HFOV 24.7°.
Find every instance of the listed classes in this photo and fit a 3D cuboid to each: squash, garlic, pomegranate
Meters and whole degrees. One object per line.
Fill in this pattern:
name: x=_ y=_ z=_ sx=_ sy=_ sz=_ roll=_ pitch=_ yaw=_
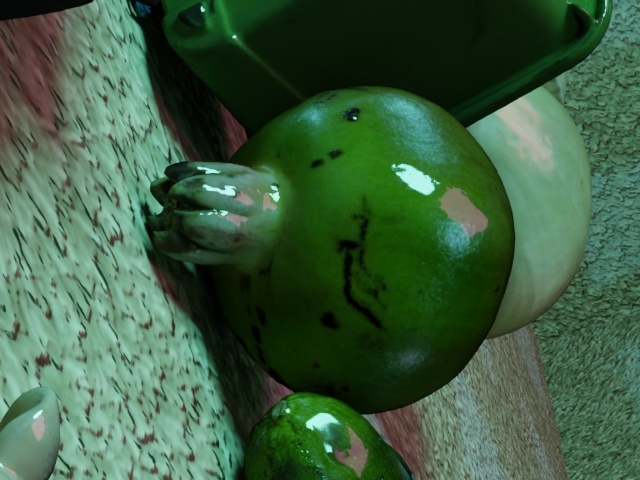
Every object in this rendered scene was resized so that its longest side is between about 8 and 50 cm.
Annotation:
squash: x=0.042 y=0.194 z=0.827 sx=0.331 sy=0.087 sz=0.087 roll=61 pitch=15 yaw=-46
garlic: x=0.096 y=-0.086 z=1.122 sx=0.313 sy=0.249 sz=0.286 roll=104 pitch=2 yaw=-49
pomegranate: x=0.000 y=0.000 z=0.786 sx=0.209 sy=0.180 sz=0.180 roll=9 pitch=55 yaw=-34

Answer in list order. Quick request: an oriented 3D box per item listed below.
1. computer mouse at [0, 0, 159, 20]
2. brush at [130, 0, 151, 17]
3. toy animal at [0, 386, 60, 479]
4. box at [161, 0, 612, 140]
computer mouse: x=-0.111 y=-0.156 z=0.476 sx=0.264 sy=0.147 sz=0.088 roll=53 pitch=24 yaw=-63
brush: x=-0.125 y=-0.207 z=0.854 sx=0.051 sy=0.014 sz=0.164 roll=10 pitch=62 yaw=-76
toy animal: x=-0.100 y=0.089 z=0.300 sx=0.089 sy=0.083 sz=0.150 roll=30 pitch=21 yaw=6
box: x=0.008 y=-0.220 z=0.910 sx=0.178 sy=0.252 sz=0.329 roll=40 pitch=27 yaw=-55
